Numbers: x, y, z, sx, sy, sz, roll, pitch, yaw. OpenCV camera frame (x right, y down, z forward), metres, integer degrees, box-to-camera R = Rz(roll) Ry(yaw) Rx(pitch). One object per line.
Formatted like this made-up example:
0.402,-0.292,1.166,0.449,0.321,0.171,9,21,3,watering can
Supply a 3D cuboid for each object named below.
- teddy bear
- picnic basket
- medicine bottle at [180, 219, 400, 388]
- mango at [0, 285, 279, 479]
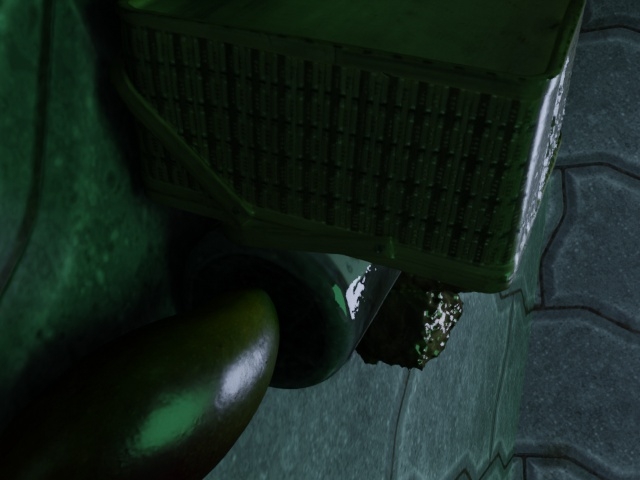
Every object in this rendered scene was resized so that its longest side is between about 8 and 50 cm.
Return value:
0.160,0.017,1.069,0.296,0.246,0.223,-36,114,-23,teddy bear
0.026,-0.111,0.616,0.228,0.312,0.175,-57,155,-48,picnic basket
0.000,0.000,0.764,0.273,0.165,0.165,-51,141,-53,medicine bottle
-0.115,0.117,0.548,0.267,0.111,0.133,-36,144,-41,mango
